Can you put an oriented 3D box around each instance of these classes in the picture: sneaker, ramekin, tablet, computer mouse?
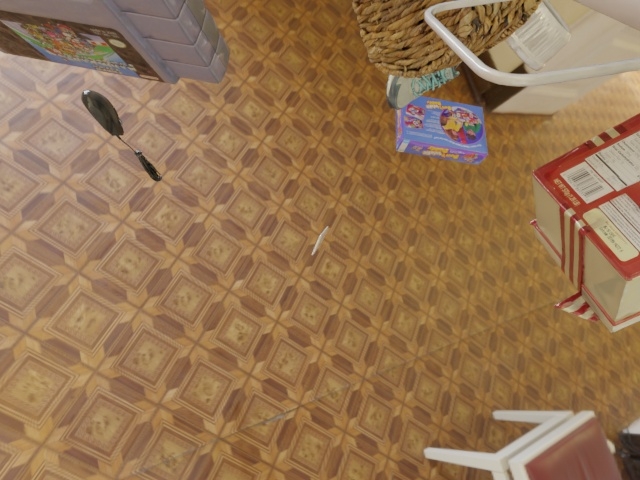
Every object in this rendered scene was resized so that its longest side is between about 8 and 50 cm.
[{"bbox_3d":[0.286,-0.447,1.077,0.283,0.122,0.110,-47,142,-7],"label":"sneaker"},{"bbox_3d":[0.565,-0.569,1.099,0.207,0.109,0.207,21,51,-29],"label":"ramekin"},{"bbox_3d":[0.000,0.000,0.971,0.006,0.054,0.083,26,21,5],"label":"tablet"},{"bbox_3d":[-0.433,-0.232,0.929,0.041,0.071,0.242,-35,130,-3],"label":"computer mouse"}]

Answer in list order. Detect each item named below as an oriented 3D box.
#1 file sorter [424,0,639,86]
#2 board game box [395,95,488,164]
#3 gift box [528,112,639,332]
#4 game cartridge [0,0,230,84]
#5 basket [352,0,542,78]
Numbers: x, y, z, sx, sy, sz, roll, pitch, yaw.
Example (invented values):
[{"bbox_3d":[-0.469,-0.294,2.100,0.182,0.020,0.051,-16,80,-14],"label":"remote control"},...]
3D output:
[{"bbox_3d":[0.164,-0.257,0.232,0.173,0.278,0.193,-9,43,1],"label":"file sorter"},{"bbox_3d":[0.475,-0.443,1.641,0.346,0.078,0.234,8,65,-7],"label":"board game box"},{"bbox_3d":[0.485,-0.021,0.668,0.258,0.276,0.255,44,26,-50],"label":"gift box"},{"bbox_3d":[-0.287,-0.248,0.394,0.354,0.230,0.068,13,78,9],"label":"game cartridge"},{"bbox_3d":[0.211,-0.390,0.637,0.223,0.299,0.214,-27,110,-13],"label":"basket"}]
